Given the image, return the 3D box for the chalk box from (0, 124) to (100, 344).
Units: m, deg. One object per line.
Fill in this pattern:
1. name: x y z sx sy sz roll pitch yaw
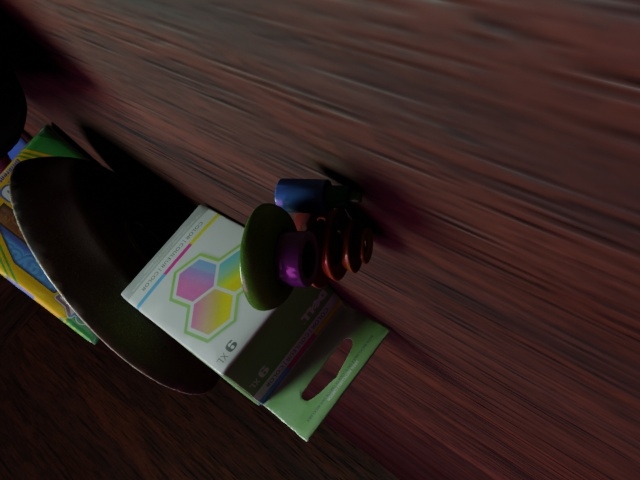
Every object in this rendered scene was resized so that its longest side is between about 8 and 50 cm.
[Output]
1. chalk box: -0.315 0.014 1.004 0.289 0.179 0.180 43 167 -16

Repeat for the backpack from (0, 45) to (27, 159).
1. backpack: -0.445 -0.123 0.674 0.356 0.273 0.290 -32 108 30

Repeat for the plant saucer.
1. plant saucer: -0.193 0.023 0.793 0.310 0.050 0.310 52 -173 -10

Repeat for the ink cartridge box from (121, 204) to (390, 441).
1. ink cartridge box: -0.059 0.058 0.606 0.209 0.109 0.062 28 163 41

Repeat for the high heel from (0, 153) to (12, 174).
1. high heel: -0.587 -0.154 1.183 0.377 0.181 0.127 44 166 -20

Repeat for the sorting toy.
1. sorting toy: 0.000 0.000 0.368 0.042 0.061 0.102 3 -170 21

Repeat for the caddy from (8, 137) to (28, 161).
1. caddy: -0.682 -0.174 1.387 0.241 0.179 0.341 21 157 52
